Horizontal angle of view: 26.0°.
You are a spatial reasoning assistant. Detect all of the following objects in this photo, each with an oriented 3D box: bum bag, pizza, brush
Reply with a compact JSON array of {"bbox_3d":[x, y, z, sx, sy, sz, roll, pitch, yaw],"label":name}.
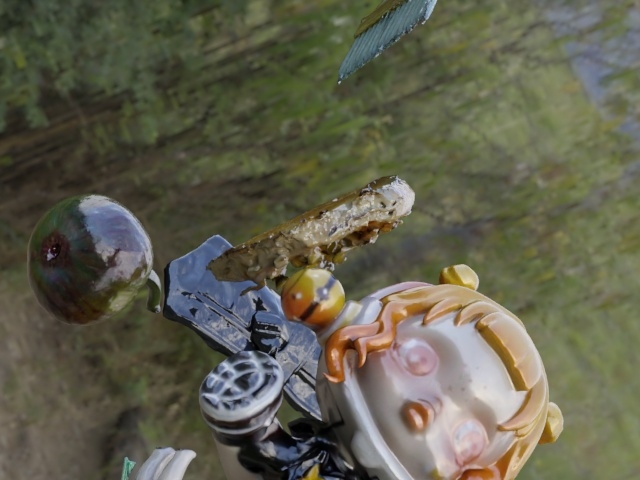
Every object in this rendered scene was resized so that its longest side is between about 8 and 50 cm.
[{"bbox_3d":[-0.059,0.108,1.635,0.310,0.074,0.137,40,48,-25],"label":"bum bag"},{"bbox_3d":[0.000,0.000,1.388,0.069,0.226,0.147,65,-8,-4],"label":"pizza"},{"bbox_3d":[0.068,-0.183,0.877,0.010,0.082,0.218,42,45,-19],"label":"brush"}]

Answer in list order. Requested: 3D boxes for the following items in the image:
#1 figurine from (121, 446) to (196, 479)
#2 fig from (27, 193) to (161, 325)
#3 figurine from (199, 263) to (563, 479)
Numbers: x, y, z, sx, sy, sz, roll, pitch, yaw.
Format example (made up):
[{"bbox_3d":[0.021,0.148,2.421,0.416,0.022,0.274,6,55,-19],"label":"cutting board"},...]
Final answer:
[{"bbox_3d":[-0.164,0.239,1.098,0.187,0.083,0.083,-60,144,-26],"label":"figurine"},{"bbox_3d":[-0.233,0.038,1.599,0.245,0.149,0.149,31,36,-60],"label":"fig"},{"bbox_3d":[0.072,0.161,1.255,0.320,0.323,0.196,60,-19,2],"label":"figurine"}]
